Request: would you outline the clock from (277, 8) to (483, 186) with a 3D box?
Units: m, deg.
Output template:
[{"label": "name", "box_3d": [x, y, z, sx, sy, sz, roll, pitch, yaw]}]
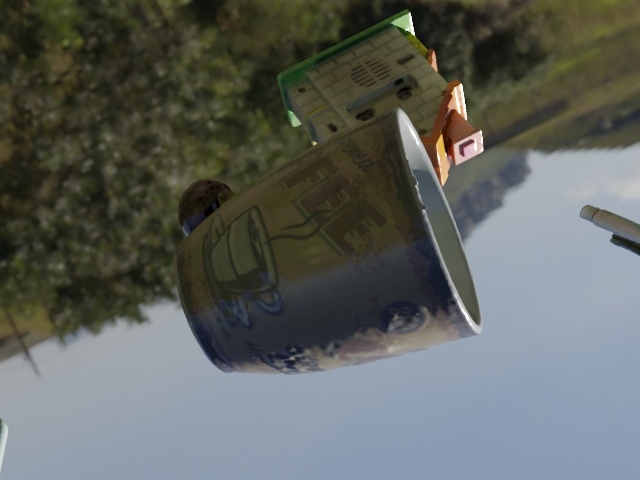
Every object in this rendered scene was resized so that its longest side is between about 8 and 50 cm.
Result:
[{"label": "clock", "box_3d": [0.097, -0.173, 2.026, 0.220, 0.255, 0.106, -28, 141, -10]}]

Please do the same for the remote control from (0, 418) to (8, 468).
[{"label": "remote control", "box_3d": [-0.536, 0.254, 1.745, 0.296, 0.140, 0.056, 12, 164, -13]}]

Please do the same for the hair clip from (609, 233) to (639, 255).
[{"label": "hair clip", "box_3d": [0.544, 0.063, 2.270, 0.083, 0.048, 0.275, -49, -142, 17]}]

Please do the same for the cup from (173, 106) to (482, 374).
[{"label": "cup", "box_3d": [0.000, 0.000, 1.409, 0.257, 0.227, 0.301, -18, -156, 11]}]

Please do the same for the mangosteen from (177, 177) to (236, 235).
[{"label": "mangosteen", "box_3d": [-0.134, -0.034, 1.756, 0.081, 0.081, 0.081, -26, -177, 2]}]

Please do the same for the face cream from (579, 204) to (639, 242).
[{"label": "face cream", "box_3d": [0.344, -0.013, 1.612, 0.115, 0.020, 0.038, 25, -157, 36]}]
